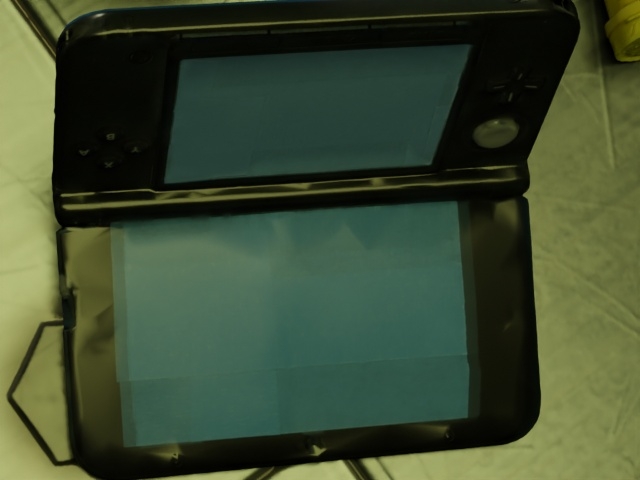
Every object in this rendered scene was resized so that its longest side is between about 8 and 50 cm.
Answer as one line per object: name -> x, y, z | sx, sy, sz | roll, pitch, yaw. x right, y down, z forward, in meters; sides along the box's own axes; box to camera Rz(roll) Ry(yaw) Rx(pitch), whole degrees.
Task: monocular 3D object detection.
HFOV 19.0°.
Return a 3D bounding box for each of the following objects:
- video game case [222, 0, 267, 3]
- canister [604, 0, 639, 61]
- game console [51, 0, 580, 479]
video game case -> 0.000, -0.111, 1.202 | 0.143, 0.019, 0.157 | 38, 76, -1
canister -> 0.229, -0.213, 1.240 | 0.126, 0.073, 0.170 | -12, 80, -13
game console -> 0.000, 0.000, 1.094 | 0.293, 0.250, 0.173 | -5, 61, -12
